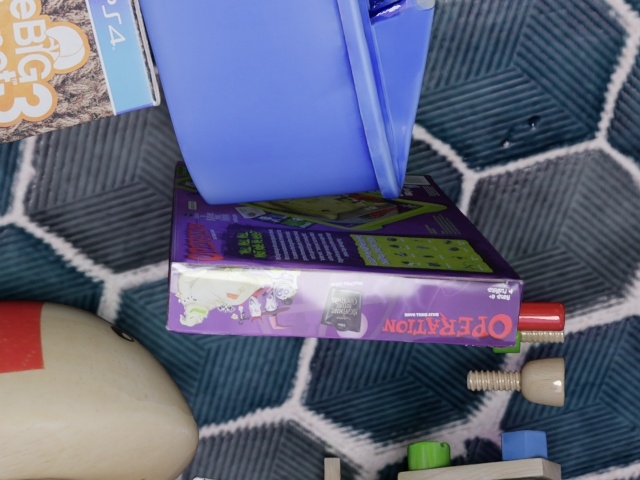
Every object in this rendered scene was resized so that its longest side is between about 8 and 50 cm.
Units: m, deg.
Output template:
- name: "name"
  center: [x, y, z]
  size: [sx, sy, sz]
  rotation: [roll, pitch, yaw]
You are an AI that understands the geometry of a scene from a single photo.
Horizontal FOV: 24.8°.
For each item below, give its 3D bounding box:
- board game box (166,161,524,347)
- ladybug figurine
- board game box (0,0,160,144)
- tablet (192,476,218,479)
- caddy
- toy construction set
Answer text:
- name: "board game box"
  center: [0.000, 0.000, 0.999]
  size: [0.208, 0.347, 0.056]
  rotation: [7, 102, -6]
- name: "ladybug figurine"
  center: [-0.324, 0.156, 1.124]
  size: [0.450, 0.161, 0.305]
  rotation: [-11, 156, -11]
- name: "board game box"
  center: [-0.269, -0.160, 0.874]
  size: [0.291, 0.232, 0.141]
  rotation: [-15, 129, -8]
- name: "tablet"
  center: [-0.097, 0.251, 1.320]
  size: [0.054, 0.006, 0.083]
  rotation: [11, 117, -10]
- name: "caddy"
  center: [-0.014, -0.183, 0.960]
  size: [0.179, 0.241, 0.341]
  rotation: [-10, 119, 6]
- name: "toy construction set"
  center: [0.082, 0.197, 1.205]
  size: [0.237, 0.257, 0.308]
  rotation: [1, 98, 9]
